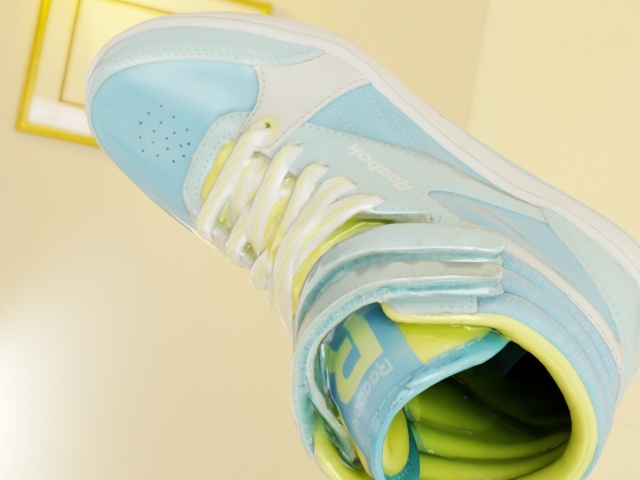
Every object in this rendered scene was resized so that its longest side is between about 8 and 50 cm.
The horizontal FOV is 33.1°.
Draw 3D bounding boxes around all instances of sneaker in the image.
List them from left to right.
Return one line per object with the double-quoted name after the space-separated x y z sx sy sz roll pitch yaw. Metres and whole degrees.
0.000 0.000 0.475 0.127 0.319 0.208 -68 170 24 "sneaker"
